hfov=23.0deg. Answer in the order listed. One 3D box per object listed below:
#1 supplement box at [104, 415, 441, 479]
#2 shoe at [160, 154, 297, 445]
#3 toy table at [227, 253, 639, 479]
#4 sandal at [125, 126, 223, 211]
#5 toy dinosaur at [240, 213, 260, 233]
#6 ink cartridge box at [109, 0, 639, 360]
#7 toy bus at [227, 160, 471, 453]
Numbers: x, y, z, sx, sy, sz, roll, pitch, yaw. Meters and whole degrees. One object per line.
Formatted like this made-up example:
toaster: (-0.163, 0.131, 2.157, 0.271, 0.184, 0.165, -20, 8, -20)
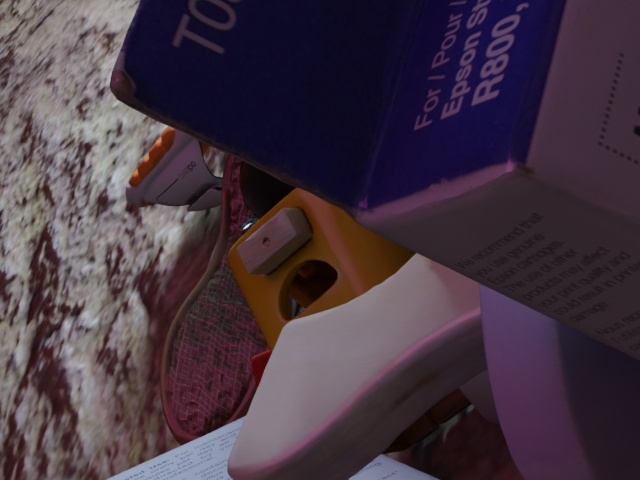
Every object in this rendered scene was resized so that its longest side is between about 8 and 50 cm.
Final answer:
supplement box: (-0.007, 0.157, 0.657, 0.114, 0.111, 0.220, -24, 16, -24)
shoe: (-0.042, 0.034, 0.980, 0.076, 0.058, 0.219, 1, 61, 24)
toy table: (0.074, -0.018, 0.588, 0.161, 0.252, 0.274, -8, 34, 38)
sandal: (-0.056, -0.072, 1.070, 0.102, 0.076, 0.265, -48, 2, -32)
toy dinosaur: (0.008, -0.051, 0.943, 0.118, 0.064, 0.268, -15, 45, 13)
ink cartridge box: (0.141, -0.110, 0.488, 0.071, 0.330, 0.324, -38, 31, 56)
toy bus: (0.009, 0.007, 0.774, 0.202, 0.104, 0.191, 12, 96, 38)
